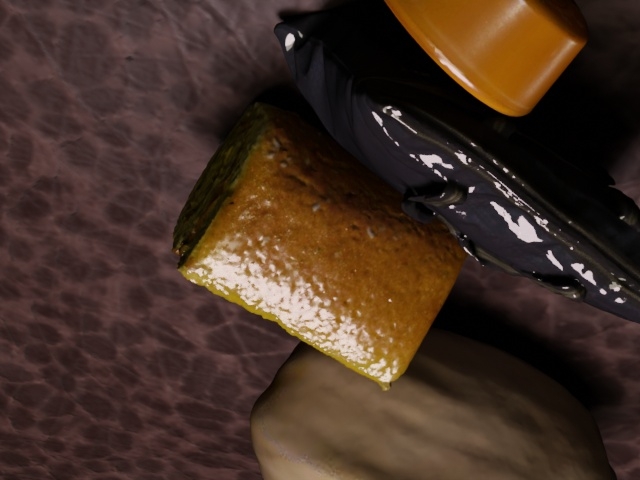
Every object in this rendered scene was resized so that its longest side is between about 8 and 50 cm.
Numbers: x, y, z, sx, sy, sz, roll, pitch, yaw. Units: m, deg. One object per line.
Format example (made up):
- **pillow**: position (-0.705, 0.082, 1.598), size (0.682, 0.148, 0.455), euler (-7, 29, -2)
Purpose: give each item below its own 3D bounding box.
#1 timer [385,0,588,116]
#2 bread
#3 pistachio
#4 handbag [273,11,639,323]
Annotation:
- **timer**: position (0.118, -0.162, 0.837), size (0.132, 0.132, 0.152), euler (37, 114, -27)
- **bread**: position (0.000, 0.000, 1.049), size (0.172, 0.132, 0.103), euler (29, -179, -18)
- **pistachio**: position (0.086, 0.155, 1.157), size (0.288, 0.197, 0.166), euler (18, 106, -16)
- **handbag**: position (0.098, -0.038, 0.939), size (0.254, 0.211, 0.088), euler (33, 95, -24)
